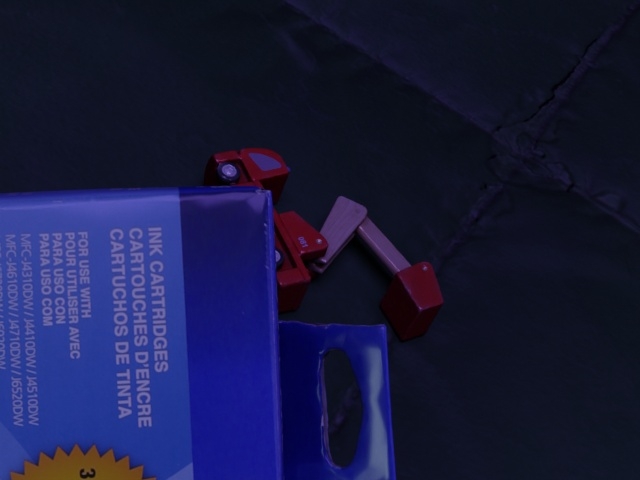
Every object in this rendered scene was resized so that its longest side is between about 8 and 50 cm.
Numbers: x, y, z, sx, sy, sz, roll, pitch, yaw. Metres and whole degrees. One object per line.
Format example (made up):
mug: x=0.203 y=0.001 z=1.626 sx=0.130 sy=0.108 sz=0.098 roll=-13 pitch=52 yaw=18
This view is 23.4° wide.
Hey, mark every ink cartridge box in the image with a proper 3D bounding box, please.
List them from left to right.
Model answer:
ink cartridge box: x=-0.160 y=0.106 z=0.914 sx=0.396 sy=0.151 sz=0.269 roll=-3 pitch=90 yaw=-7

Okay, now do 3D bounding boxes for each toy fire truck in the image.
toy fire truck: x=0.000 y=0.000 z=1.241 sx=0.135 sy=0.047 sz=0.192 roll=-13 pitch=59 yaw=-27
